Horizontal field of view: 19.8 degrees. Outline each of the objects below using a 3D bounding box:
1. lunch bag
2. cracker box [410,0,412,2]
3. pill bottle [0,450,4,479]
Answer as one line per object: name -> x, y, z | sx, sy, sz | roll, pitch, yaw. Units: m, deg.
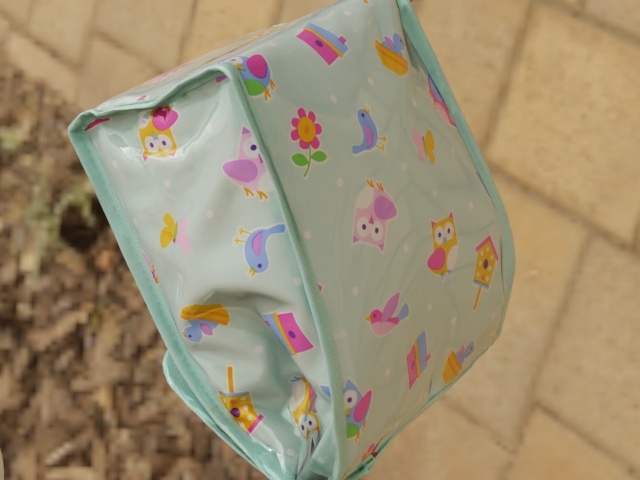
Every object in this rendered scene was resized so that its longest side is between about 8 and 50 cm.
lunch bag -> 0.000, 0.000, 1.117 | 0.160, 0.223, 0.262 | -16, 102, 37
cracker box -> 0.015, -0.301, 1.362 | 0.232, 0.067, 0.156 | 37, 91, 24
pill bottle -> -0.387, 0.227, 1.705 | 0.301, 0.169, 0.169 | 142, 125, -65
